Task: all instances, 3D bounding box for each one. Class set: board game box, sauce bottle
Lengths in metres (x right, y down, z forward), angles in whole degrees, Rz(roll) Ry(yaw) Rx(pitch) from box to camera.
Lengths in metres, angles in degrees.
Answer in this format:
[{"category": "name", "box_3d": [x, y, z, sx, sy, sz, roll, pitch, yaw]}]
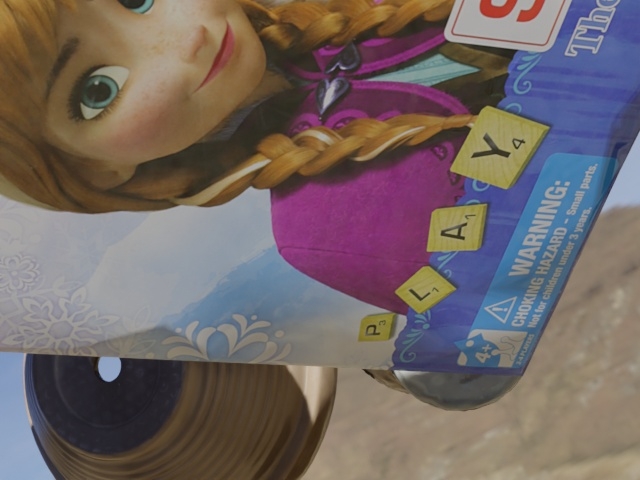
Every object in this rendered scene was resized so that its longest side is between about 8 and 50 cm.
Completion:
[{"category": "board game box", "box_3d": [-0.031, -0.100, 0.462, 0.318, 0.066, 0.319, 4, -54, -21]}, {"category": "sauce bottle", "box_3d": [0.058, 0.030, 0.873, 0.111, 0.111, 0.344, -27, 8, 1]}]

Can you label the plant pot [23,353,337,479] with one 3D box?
[{"category": "plant pot", "box_3d": [-0.117, 0.087, 1.046, 0.237, 0.237, 0.110, -30, -15, 19]}]
